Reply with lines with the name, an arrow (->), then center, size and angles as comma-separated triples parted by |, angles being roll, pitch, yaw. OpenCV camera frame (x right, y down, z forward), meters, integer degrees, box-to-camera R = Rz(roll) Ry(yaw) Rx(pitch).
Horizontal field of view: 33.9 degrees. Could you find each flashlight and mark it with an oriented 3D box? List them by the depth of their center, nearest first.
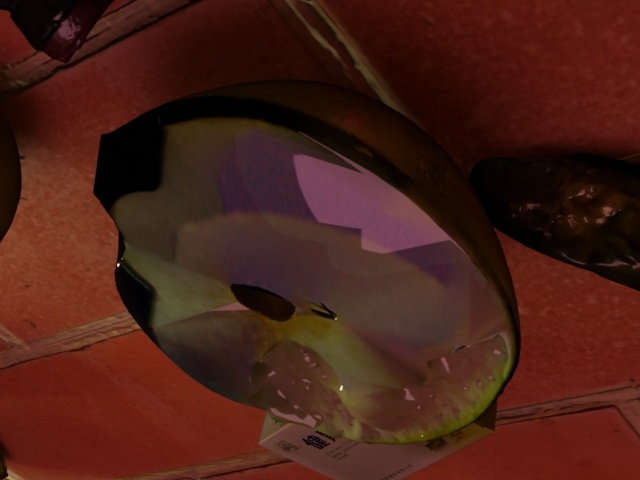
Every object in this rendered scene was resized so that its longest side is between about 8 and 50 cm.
flashlight -> -0.265, -0.237, 0.796 | 0.232, 0.093, 0.093 | 39, 136, -20

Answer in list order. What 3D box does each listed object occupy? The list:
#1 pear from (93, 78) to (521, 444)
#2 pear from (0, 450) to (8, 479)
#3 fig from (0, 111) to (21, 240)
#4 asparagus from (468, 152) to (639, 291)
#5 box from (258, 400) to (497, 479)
pear -> 0.005, 0.000, 0.913 | 0.398, 0.165, 0.399 | 18, 141, 16
pear -> -0.621, 0.330, 1.504 | 0.239, 0.288, 0.139 | 1, 105, 15
fig -> -0.380, -0.057, 0.971 | 0.207, 0.207, 0.230 | 25, 174, -14
asparagus -> 0.314, 0.009, 0.892 | 0.381, 0.128, 0.108 | 20, 107, -6
box -> 0.064, 0.215, 1.264 | 0.175, 0.062, 0.260 | 29, 140, -18
